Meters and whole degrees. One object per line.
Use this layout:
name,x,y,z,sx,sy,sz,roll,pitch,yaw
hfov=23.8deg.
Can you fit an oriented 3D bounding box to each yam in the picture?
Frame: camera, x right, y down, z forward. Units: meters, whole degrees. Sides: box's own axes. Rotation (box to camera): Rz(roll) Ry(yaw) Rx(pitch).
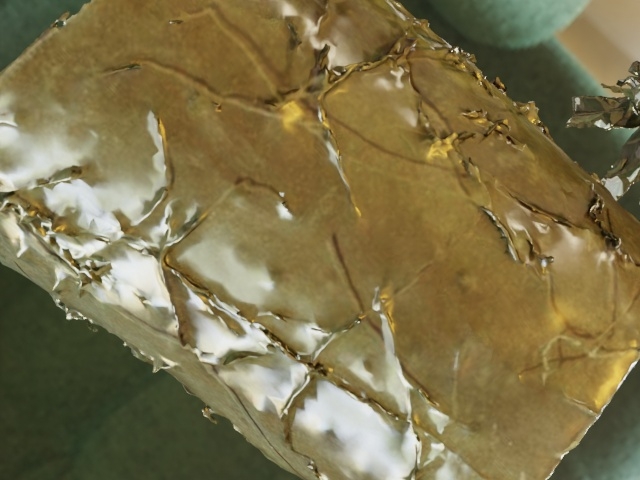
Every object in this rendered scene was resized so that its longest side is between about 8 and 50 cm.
yam,0.000,0.000,0.781,0.241,0.348,0.241,-52,178,-2

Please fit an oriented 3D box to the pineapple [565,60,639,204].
pineapple,0.367,-0.168,1.268,0.364,0.165,0.165,-42,152,-14
